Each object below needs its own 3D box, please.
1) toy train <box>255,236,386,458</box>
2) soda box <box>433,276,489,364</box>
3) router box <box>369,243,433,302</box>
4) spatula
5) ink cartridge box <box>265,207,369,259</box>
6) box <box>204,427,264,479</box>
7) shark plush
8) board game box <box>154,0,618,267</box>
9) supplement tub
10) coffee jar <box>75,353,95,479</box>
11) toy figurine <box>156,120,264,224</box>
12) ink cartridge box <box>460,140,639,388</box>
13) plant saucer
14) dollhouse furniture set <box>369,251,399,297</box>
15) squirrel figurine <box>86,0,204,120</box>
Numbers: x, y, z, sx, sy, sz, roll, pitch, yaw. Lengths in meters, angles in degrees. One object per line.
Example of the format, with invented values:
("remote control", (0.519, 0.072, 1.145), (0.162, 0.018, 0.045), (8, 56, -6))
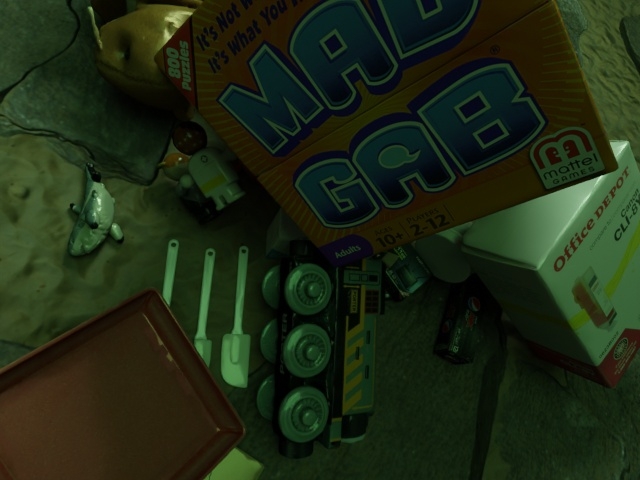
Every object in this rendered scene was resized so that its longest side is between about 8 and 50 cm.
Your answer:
("toy train", (0.009, 0.163, 0.648), (0.191, 0.142, 0.333), (5, 82, -27))
("soda box", (0.285, 0.159, 0.821), (0.060, 0.053, 0.168), (30, 63, -9))
("router box", (0.155, 0.049, 0.821), (0.092, 0.038, 0.122), (-34, 85, -29))
("spatula", (-0.195, 0.114, 0.672), (0.169, 0.019, 0.241), (7, 69, -18))
("ink cartridge box", (0.000, 0.000, 0.742), (0.180, 0.104, 0.060), (8, 66, -19))
("box", (-0.202, 0.367, 0.573), (0.165, 0.021, 0.201), (37, 63, -5))
("shark plush", (-0.372, -0.057, 0.650), (0.067, 0.073, 0.161), (-16, 80, 5))
("board game box", (0.099, -0.247, 0.545), (0.356, 0.357, 0.356), (50, 39, -23))
("supplement tub", (0.302, -0.020, 0.844), (0.200, 0.144, 0.144), (-40, 88, -29))
("coffee jar", (-0.335, 0.242, 0.534), (0.096, 0.079, 0.184), (4, 69, -28))
("toy figurine", (-0.149, -0.141, 0.677), (0.210, 0.213, 0.148), (-35, 99, -24))
("ink cartridge box", (0.476, 0.047, 0.763), (0.279, 0.160, 0.384), (-50, 118, -10))
("plant saucer", (-0.258, 0.230, 0.516), (0.258, 0.048, 0.258), (-35, 95, -44))
("dollhouse furniture set", (0.107, 0.081, 0.750), (0.081, 0.114, 0.091), (48, 59, -4))
("squirrel figurine", (-0.216, -0.411, 0.726), (0.398, 0.281, 0.369), (2, 76, -18))
